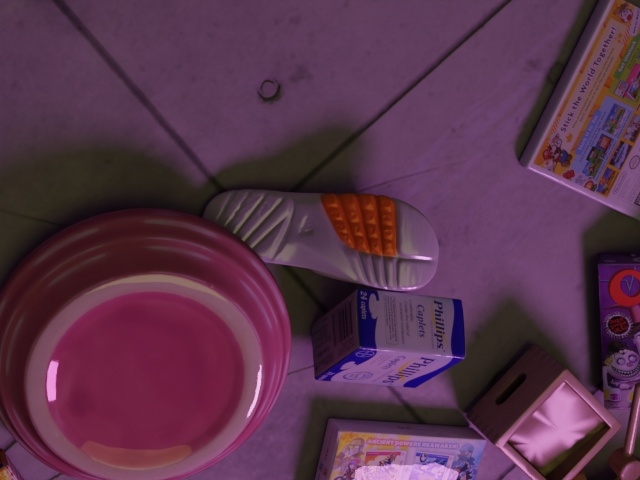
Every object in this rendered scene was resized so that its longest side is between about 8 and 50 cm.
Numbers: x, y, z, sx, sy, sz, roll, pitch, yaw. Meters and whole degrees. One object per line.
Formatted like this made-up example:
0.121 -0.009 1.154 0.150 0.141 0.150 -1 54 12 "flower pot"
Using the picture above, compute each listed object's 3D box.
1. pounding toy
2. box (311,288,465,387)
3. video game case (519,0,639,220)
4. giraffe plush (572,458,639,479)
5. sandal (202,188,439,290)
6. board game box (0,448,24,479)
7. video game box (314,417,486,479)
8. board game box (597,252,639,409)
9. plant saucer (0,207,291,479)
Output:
0.319 0.226 1.676 0.181 0.094 0.206 -47 118 0 "pounding toy"
0.076 0.114 1.519 0.137 0.126 0.072 6 66 -23 "box"
0.371 -0.155 1.610 0.206 0.026 0.227 22 99 -26 "video game case"
0.390 0.408 1.739 0.210 0.181 0.170 4 122 -26 "giraffe plush"
0.001 -0.011 1.492 0.265 0.076 0.102 11 90 -3 "sandal"
-0.392 0.342 1.461 0.193 0.045 0.146 -31 116 -9 "board game box"
0.087 0.316 1.642 0.205 0.048 0.187 8 106 -24 "video game box"
0.522 0.114 1.641 0.347 0.056 0.208 -1 107 17 "board game box"
-0.189 0.132 1.424 0.332 0.084 0.332 -5 115 -12 "plant saucer"
